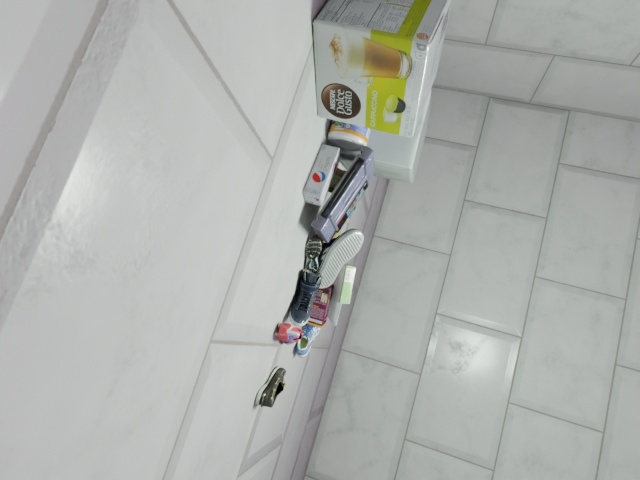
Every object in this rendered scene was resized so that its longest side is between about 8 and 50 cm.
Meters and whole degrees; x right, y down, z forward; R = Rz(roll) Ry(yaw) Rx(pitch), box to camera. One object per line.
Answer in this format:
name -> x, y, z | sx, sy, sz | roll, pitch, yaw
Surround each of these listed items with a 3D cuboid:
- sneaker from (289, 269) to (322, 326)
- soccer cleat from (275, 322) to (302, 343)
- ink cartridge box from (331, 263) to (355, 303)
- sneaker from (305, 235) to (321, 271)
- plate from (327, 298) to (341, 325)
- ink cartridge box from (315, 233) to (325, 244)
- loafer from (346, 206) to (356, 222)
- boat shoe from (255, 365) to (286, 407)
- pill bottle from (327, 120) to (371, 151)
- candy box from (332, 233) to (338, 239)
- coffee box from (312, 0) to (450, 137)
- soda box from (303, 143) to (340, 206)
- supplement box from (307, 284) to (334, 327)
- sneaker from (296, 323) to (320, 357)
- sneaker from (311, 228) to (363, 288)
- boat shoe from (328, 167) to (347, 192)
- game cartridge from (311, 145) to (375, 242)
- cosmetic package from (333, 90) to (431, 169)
sneaker -> -0.058, 0.216, 1.751 | 0.226, 0.086, 0.163 | -70, 178, -56
soccer cleat -> -0.105, 0.370, 1.730 | 0.248, 0.095, 0.083 | 63, 43, -70
ink cartridge box -> 0.075, 0.182, 2.053 | 0.235, 0.056, 0.171 | -160, -102, -67
sneaker -> -0.033, 0.044, 1.795 | 0.073, 0.063, 0.162 | -89, -172, -56
plate -> 0.058, 0.250, 2.200 | 0.278, 0.045, 0.277 | -140, -118, -74
ink cartridge box -> 0.000, 0.000, 1.908 | 0.115, 0.029, 0.063 | 86, 23, -55
loafer -> 0.129, -0.185, 2.107 | 0.102, 0.092, 0.269 | 74, 33, -66
boat shoe -> -0.175, 0.567, 1.710 | 0.228, 0.068, 0.081 | -42, 145, -67
pill bottle -> 0.131, -0.487, 1.657 | 0.152, 0.152, 0.272 | 40, 65, -76
candy box -> 0.050, 0.023, 2.038 | 0.206, 0.027, 0.105 | -60, 162, -50
coffee box -> 0.191, -0.586, 1.389 | 0.338, 0.334, 0.338 | 87, 24, -56
soda box -> 0.007, -0.236, 1.593 | 0.074, 0.069, 0.216 | 78, 30, -64
supplement box -> -0.013, 0.285, 2.002 | 0.081, 0.104, 0.188 | -28, 131, -73
sneaker -> -0.054, 0.435, 2.050 | 0.081, 0.080, 0.211 | 85, 22, -63
sneaker -> 0.052, 0.048, 1.841 | 0.321, 0.126, 0.127 | -54, -140, 29
boat shoe -> 0.109, -0.242, 1.895 | 0.341, 0.121, 0.110 | -5, 110, -75
game cartridge -> 0.098, -0.164, 1.686 | 0.355, 0.068, 0.230 | -57, 162, -5
cosmetic package -> 0.277, -0.461, 1.910 | 0.393, 0.327, 0.329 | 11, 93, -78
